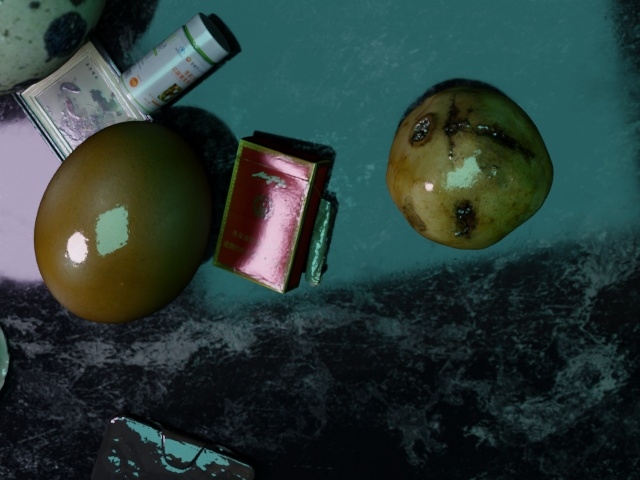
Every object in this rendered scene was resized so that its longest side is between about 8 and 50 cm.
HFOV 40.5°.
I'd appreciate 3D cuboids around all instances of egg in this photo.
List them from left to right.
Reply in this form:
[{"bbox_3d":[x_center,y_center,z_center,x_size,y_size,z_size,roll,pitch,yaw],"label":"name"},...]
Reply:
[{"bbox_3d":[-0.515,-0.384,1.385,0.379,0.287,0.288,-17,101,13],"label":"egg"},{"bbox_3d":[-0.325,-0.029,1.451,0.282,0.282,0.351,21,103,2],"label":"egg"}]

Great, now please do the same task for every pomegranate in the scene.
[{"bbox_3d":[0.232,-0.115,1.391,0.260,0.260,0.260,2,104,7],"label":"pomegranate"}]

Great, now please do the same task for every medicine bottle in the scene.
[{"bbox_3d":[-0.249,-0.298,1.477,0.183,0.086,0.086,-35,97,14],"label":"medicine bottle"}]

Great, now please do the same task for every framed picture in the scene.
[{"bbox_3d":[-0.426,-0.243,1.551,0.199,0.010,0.195,-32,98,13],"label":"framed picture"}]

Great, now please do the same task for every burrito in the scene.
[{"bbox_3d":[-0.002,0.000,1.538,0.042,0.051,0.171,8,103,-13],"label":"burrito"}]

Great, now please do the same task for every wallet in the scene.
[{"bbox_3d":[-0.285,0.449,1.687,0.309,0.042,0.165,21,107,2],"label":"wallet"}]

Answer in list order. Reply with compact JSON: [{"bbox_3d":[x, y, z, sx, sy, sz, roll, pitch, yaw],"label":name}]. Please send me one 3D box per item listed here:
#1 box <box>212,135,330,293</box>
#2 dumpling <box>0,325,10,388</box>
[{"bbox_3d":[-0.088,-0.046,1.510,0.153,0.074,0.240,21,107,24],"label":"box"},{"bbox_3d":[-0.683,0.213,1.649,0.172,0.142,0.247,-20,95,-24],"label":"dumpling"}]
